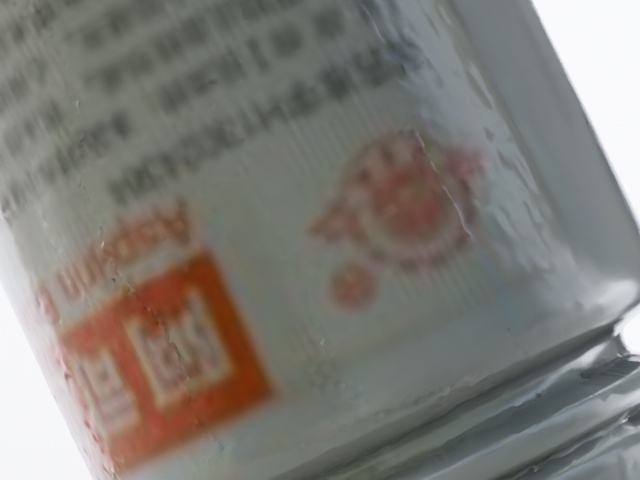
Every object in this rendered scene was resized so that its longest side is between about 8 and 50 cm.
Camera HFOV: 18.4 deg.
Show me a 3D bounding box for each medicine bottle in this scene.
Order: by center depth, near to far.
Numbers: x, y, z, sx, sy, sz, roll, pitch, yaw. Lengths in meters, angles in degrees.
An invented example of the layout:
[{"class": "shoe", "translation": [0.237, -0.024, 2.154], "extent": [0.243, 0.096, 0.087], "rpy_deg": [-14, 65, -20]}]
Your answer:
[{"class": "medicine bottle", "translation": [0.000, 0.000, 0.461], "extent": [0.144, 0.252, 0.144], "rpy_deg": [-28, -4, -2]}]
